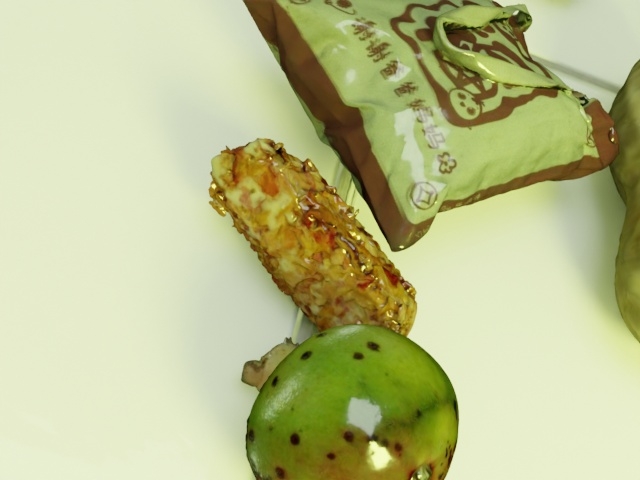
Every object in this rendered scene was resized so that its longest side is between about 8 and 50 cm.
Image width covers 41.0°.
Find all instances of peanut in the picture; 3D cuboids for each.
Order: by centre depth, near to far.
[{"bbox_3d":[0.286,-0.047,0.647,0.120,0.136,0.298,46,42,-45],"label":"peanut"}]

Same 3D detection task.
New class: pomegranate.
[{"bbox_3d":[0.016,0.108,0.491,0.130,0.130,0.130,8,60,-14],"label":"pomegranate"}]

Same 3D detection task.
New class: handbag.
[{"bbox_3d":[0.084,-0.106,0.624,0.235,0.127,0.213,-15,63,-37],"label":"handbag"}]

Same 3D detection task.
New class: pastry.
[{"bbox_3d":[-0.002,0.001,0.558,0.169,0.087,0.063,53,41,0],"label":"pastry"}]
